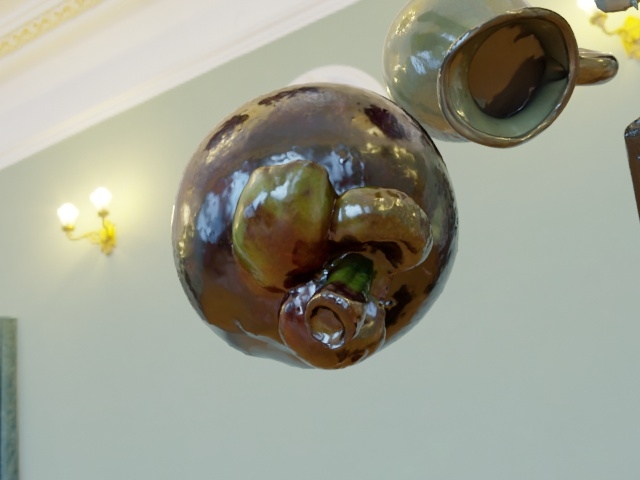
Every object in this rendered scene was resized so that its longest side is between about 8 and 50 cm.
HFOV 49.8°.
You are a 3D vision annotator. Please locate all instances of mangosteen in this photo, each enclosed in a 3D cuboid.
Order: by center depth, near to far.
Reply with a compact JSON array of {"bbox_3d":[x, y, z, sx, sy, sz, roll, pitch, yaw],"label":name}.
[{"bbox_3d":[0.000,0.000,0.515,0.228,0.228,0.265,-6,20,-7],"label":"mangosteen"}]

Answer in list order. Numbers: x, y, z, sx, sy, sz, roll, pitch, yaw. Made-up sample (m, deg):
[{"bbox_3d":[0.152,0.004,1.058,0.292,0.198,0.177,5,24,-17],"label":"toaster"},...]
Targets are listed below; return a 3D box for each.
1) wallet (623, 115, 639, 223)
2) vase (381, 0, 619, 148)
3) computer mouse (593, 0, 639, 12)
[{"bbox_3d":[0.540,-0.100,1.020,0.168,0.052,0.245,-31,-58,-3],"label":"wallet"},{"bbox_3d":[0.270,-0.252,0.991,0.329,0.241,0.302,-5,20,-14],"label":"vase"},{"bbox_3d":[0.383,-0.378,0.915,0.089,0.182,0.056,-29,-14,30],"label":"computer mouse"}]
